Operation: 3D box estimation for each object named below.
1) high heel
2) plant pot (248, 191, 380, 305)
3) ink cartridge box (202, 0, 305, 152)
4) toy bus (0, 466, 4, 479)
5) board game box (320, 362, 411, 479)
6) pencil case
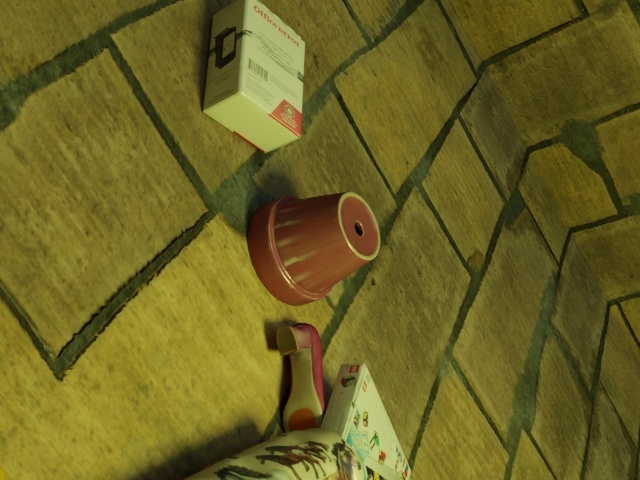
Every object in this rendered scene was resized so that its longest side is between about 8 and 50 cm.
[{"bbox_3d":[-0.017,0.263,1.475,0.117,0.082,0.244,13,58,-63],"label":"high heel"},{"bbox_3d":[0.000,0.000,1.534,0.201,0.180,0.201,32,47,-42],"label":"plant pot"},{"bbox_3d":[-0.121,-0.315,1.603,0.172,0.100,0.237,32,49,-43],"label":"ink cartridge box"},{"bbox_3d":[-0.376,0.378,0.832,0.108,0.130,0.333,32,48,-43],"label":"toy bus"},{"bbox_3d":[0.081,0.389,1.482,0.193,0.053,0.305,-67,144,-47],"label":"board game box"},{"bbox_3d":[-0.095,0.384,1.175,0.410,0.183,0.160,-8,114,-54],"label":"pencil case"}]
